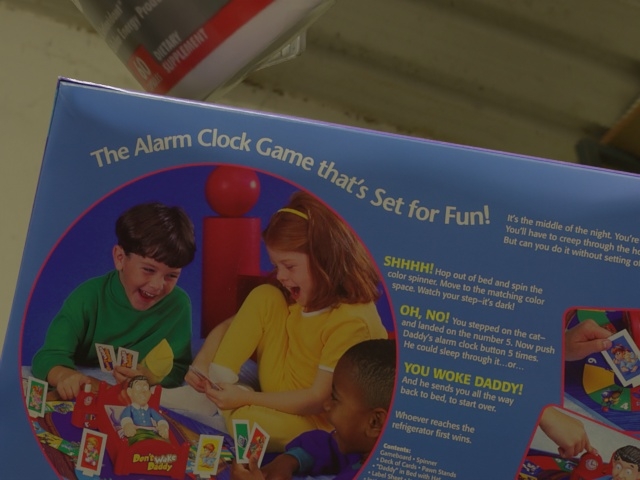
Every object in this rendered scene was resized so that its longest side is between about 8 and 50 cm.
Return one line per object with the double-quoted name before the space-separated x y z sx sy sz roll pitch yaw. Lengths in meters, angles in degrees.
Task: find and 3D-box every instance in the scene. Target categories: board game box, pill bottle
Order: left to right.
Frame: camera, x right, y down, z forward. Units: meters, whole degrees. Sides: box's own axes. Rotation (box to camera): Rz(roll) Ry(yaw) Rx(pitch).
"pill bottle" -0.118 -0.230 0.656 0.161 0.161 0.283 -35 -83 32
"board game box" 0.021 0.066 0.525 0.347 0.233 0.078 11 -4 8

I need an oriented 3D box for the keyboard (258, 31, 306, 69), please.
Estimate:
"keyboard" -0.036 -0.272 0.888 0.072 0.256 0.014 -5 -9 45
